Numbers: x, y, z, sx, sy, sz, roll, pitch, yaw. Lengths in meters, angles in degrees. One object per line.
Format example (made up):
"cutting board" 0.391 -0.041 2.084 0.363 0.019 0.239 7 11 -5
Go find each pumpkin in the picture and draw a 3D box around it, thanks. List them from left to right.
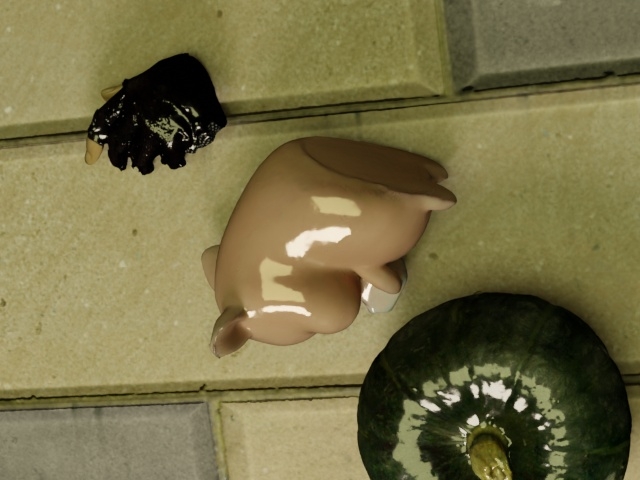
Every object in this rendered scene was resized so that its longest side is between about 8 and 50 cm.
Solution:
"pumpkin" 0.183 0.203 1.628 0.300 0.207 0.300 3 102 17

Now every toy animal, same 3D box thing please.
"toy animal" 0.000 0.004 1.672 0.213 0.195 0.256 20 110 -16

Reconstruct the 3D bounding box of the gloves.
"gloves" -0.207 -0.133 1.743 0.181 0.106 0.129 -31 92 16
